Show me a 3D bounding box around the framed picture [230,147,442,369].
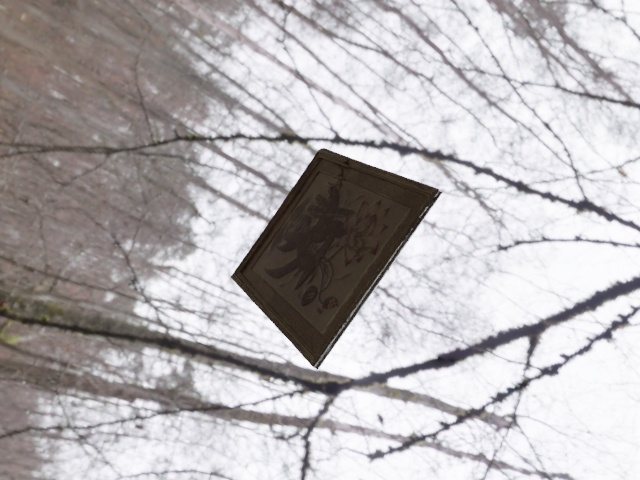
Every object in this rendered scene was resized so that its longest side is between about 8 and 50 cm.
[{"bbox_3d":[0.000,0.000,0.609,0.173,0.010,0.231,-55,-152,-2],"label":"framed picture"}]
